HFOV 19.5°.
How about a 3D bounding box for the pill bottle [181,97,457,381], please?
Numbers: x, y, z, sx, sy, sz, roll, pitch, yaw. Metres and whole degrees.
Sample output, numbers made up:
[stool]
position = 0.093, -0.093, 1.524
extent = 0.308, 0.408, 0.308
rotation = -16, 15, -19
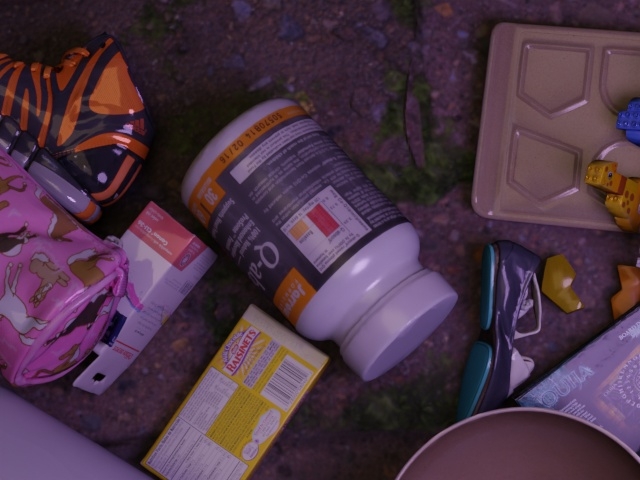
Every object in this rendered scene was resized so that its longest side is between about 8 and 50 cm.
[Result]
[pill bottle]
position = 0.000, 0.000, 1.906
extent = 0.162, 0.162, 0.278
rotation = -42, 75, -1

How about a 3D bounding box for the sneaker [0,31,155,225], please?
[sneaker]
position = -0.315, -0.175, 2.025
extent = 0.321, 0.124, 0.180
rotation = 38, 83, 3

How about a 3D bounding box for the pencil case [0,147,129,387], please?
[pencil case]
position = -0.361, -0.028, 1.862
extent = 0.386, 0.167, 0.160
rotation = 41, 128, 17

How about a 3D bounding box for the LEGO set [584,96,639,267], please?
[LEGO set]
position = 0.319, -0.076, 1.855
extent = 0.087, 0.093, 0.227
rotation = 7, 82, 41

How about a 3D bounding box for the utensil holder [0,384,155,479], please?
[utensil holder]
position = -0.338, 0.308, 1.803
extent = 0.385, 0.327, 0.328
rotation = 28, 85, 23

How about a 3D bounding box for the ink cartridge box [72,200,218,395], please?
[ink cartridge box]
position = -0.203, 0.063, 1.949
extent = 0.067, 0.115, 0.198
rotation = 38, 87, 14

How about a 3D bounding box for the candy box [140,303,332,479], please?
[candy box]
position = -0.088, 0.180, 1.953
extent = 0.105, 0.027, 0.206
rotation = 34, 86, 16

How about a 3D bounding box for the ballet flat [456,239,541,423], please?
[ballet flat]
position = 0.188, 0.102, 1.896
extent = 0.074, 0.074, 0.203
rotation = 10, 95, 11

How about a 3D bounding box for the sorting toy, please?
[sorting toy]
position = 0.276, -0.069, 1.940
extent = 0.229, 0.041, 0.307
rotation = 6, 83, 8

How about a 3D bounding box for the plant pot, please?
[plant pot]
position = 0.201, 0.312, 1.795
extent = 0.284, 0.191, 0.284
rotation = -2, 78, 9

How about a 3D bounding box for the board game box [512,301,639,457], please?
[board game box]
position = 0.304, 0.153, 1.879
extent = 0.186, 0.026, 0.126
rotation = -37, 92, 0
